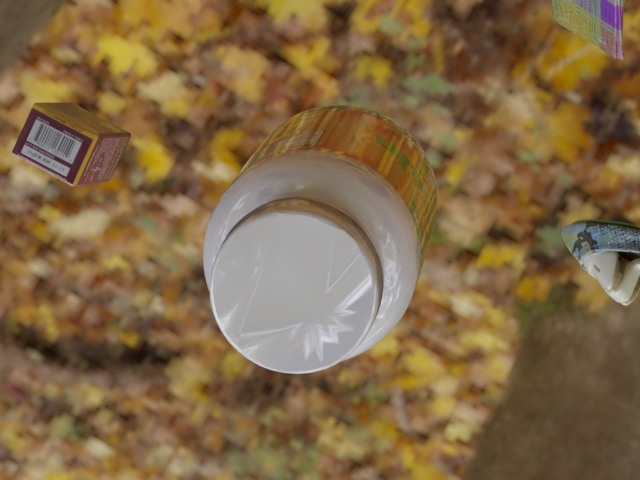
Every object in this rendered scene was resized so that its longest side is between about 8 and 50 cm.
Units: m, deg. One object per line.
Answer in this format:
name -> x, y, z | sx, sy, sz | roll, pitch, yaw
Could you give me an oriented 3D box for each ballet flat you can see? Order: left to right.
ballet flat -> 0.255, 0.021, 1.553 | 0.188, 0.070, 0.070 | 3, 143, 49

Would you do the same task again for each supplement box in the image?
supplement box -> -0.182, -0.071, 1.462 | 0.055, 0.043, 0.083 | 27, -170, 11

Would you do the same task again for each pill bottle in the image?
pill bottle -> 0.000, 0.000, 1.282 | 0.136, 0.136, 0.246 | 30, -163, -1

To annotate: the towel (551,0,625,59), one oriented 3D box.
towel -> 0.170, -0.151, 1.266 | 0.060, 0.009, 0.083 | 38, 162, 26
